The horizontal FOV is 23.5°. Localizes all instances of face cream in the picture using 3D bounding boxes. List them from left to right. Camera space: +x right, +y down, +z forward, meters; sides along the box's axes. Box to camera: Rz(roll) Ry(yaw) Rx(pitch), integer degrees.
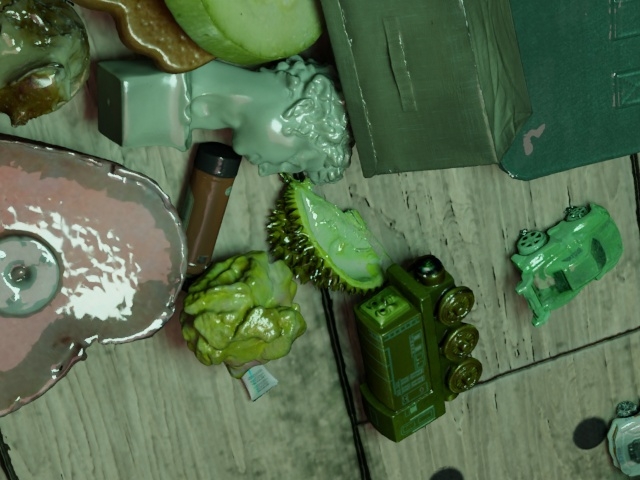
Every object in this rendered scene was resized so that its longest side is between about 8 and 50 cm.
[{"bbox_3d":[-0.088,0.136,1.766,0.038,0.020,0.115,-37,119,-10],"label":"face cream"}]

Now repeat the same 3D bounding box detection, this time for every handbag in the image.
[{"bbox_3d":[0.277,-0.243,1.681,0.238,0.089,0.326,-12,115,-12],"label":"handbag"}]

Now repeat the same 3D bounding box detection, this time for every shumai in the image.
[{"bbox_3d":[-0.287,-0.173,1.508,0.145,0.116,0.146,-6,113,-15],"label":"shumai"}]

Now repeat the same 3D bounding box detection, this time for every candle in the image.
[{"bbox_3d":[-0.316,0.011,1.581,0.317,0.131,0.287,-37,113,-11],"label":"candle"}]

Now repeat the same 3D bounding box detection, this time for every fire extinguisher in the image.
[{"bbox_3d":[-0.129,-0.017,1.671,0.062,0.050,0.177,-8,121,-51],"label":"fire extinguisher"}]

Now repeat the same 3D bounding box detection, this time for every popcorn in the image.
[{"bbox_3d":[-0.084,0.081,1.668,0.125,0.145,0.126,-37,85,22],"label":"popcorn"}]

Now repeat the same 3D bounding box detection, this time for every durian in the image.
[{"bbox_3d":[0.000,0.000,1.719,0.215,0.086,0.100,40,63,-32],"label":"durian"}]

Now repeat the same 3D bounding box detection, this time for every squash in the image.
[{"bbox_3d":[-0.063,-0.291,1.488,0.252,0.049,0.252,2,88,-53],"label":"squash"}]

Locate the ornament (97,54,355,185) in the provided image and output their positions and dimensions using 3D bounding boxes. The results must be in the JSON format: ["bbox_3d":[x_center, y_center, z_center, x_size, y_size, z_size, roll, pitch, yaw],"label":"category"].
[{"bbox_3d":[-0.092,-0.142,1.586,0.285,0.120,0.130,11,108,-21],"label":"ornament"}]

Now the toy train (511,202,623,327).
[{"bbox_3d":[0.289,0.027,1.809,0.149,0.081,0.099,-31,118,-3],"label":"toy train"}]

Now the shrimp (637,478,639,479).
[{"bbox_3d":[0.429,0.364,2.011,0.316,0.062,0.164,-31,139,8],"label":"shrimp"}]

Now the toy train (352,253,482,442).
[{"bbox_3d":[0.107,0.119,1.759,0.137,0.090,0.225,-29,135,-18],"label":"toy train"}]

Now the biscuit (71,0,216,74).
[{"bbox_3d":[-0.184,-0.318,1.468,0.202,0.047,0.334,-34,107,-24],"label":"biscuit"}]

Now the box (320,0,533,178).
[{"bbox_3d":[0.107,-0.200,1.560,0.149,0.155,0.231,-4,113,25],"label":"box"}]

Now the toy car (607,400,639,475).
[{"bbox_3d":[0.462,0.231,1.971,0.204,0.056,0.095,-21,117,-7],"label":"toy car"}]
